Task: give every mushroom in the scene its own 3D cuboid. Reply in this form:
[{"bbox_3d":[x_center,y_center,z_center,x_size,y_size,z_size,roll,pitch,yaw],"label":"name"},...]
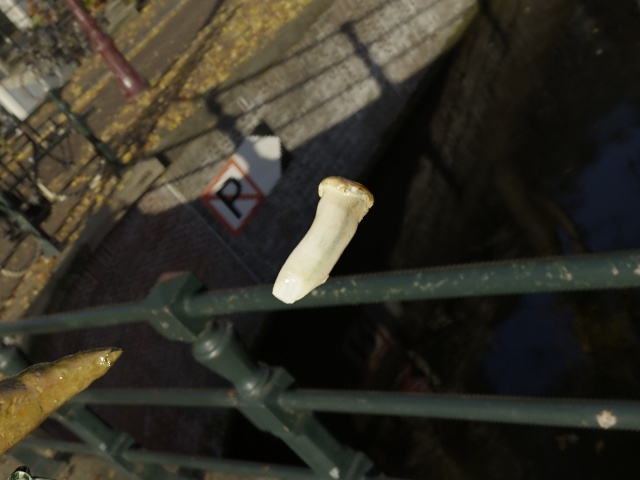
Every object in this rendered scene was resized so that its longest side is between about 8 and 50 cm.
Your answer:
[{"bbox_3d":[0.000,0.000,1.320,0.209,0.084,0.071,-60,24,-11],"label":"mushroom"}]

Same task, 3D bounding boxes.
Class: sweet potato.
[{"bbox_3d":[-0.552,0.302,1.595,0.423,0.130,0.130,-29,23,-24],"label":"sweet potato"}]

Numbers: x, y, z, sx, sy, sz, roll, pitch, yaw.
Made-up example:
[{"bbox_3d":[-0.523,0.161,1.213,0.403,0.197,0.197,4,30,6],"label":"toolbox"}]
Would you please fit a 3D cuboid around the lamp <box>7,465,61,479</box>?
[{"bbox_3d":[-0.371,0.337,1.233,0.054,0.121,0.041,-156,85,-75],"label":"lamp"}]
